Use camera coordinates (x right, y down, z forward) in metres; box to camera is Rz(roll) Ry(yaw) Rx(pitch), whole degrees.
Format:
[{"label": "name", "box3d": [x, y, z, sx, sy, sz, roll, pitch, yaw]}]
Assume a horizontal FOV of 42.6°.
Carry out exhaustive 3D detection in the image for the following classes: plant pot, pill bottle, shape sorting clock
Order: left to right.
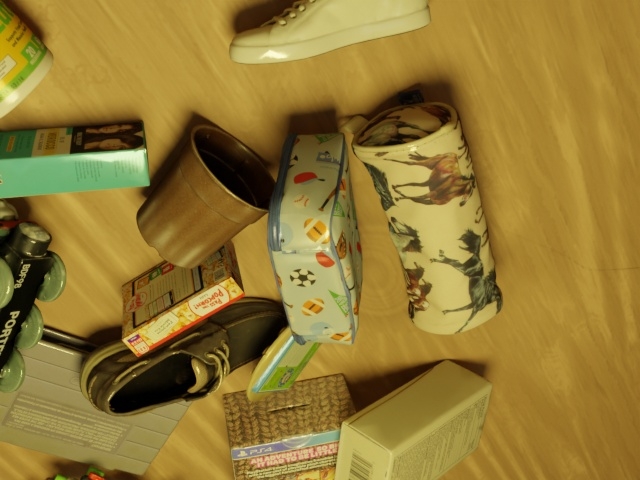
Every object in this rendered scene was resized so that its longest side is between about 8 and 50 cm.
[{"label": "pill bottle", "box3d": [-0.465, -0.273, 1.011, 0.136, 0.136, 0.245, -36, 123, 9]}, {"label": "plant pot", "box3d": [-0.175, -0.055, 1.213, 0.167, 0.167, 0.165, 35, 115, -29]}, {"label": "shape sorting clock", "box3d": [-0.054, 0.190, 1.397, 0.206, 0.040, 0.206, -41, 155, -24]}]

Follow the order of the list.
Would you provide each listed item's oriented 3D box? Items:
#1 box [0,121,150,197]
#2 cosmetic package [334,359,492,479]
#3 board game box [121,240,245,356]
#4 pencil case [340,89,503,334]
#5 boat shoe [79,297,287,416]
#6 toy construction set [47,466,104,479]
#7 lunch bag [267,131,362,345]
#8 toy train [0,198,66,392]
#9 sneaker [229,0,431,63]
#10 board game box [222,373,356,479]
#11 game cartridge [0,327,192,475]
[{"label": "box", "box3d": [-0.368, -0.114, 1.156, 0.244, 0.100, 0.060, -6, 122, -11]}, {"label": "cosmetic package", "box3d": [0.170, 0.351, 1.475, 0.309, 0.113, 0.160, -19, 125, -45]}, {"label": "board game box", "box3d": [-0.219, 0.078, 1.285, 0.193, 0.146, 0.045, -30, 123, 6]}, {"label": "pencil case", "box3d": [0.175, -0.028, 1.313, 0.160, 0.183, 0.410, -38, 128, -23]}, {"label": "boat shoe", "box3d": [-0.205, 0.205, 1.341, 0.355, 0.130, 0.132, -21, 121, -21]}, {"label": "toy construction set", "box3d": [-0.383, 0.492, 1.495, 0.328, 0.215, 0.151, 15, 80, -16]}, {"label": "lunch bag", "box3d": [0.000, 0.000, 1.231, 0.115, 0.243, 0.303, -1, 135, 8]}, {"label": "toy train", "box3d": [-0.506, 0.095, 1.205, 0.142, 0.190, 0.334, -7, 131, -61]}, {"label": "sneaker", "box3d": [0.004, -0.325, 1.128, 0.290, 0.106, 0.123, -18, 114, -11]}, {"label": "board game box", "box3d": [-0.049, 0.422, 1.544, 0.232, 0.141, 0.291, -8, 123, -9]}, {"label": "game cartridge", "box3d": [-0.420, 0.276, 1.413, 0.355, 0.068, 0.230, 24, 117, -26]}]
